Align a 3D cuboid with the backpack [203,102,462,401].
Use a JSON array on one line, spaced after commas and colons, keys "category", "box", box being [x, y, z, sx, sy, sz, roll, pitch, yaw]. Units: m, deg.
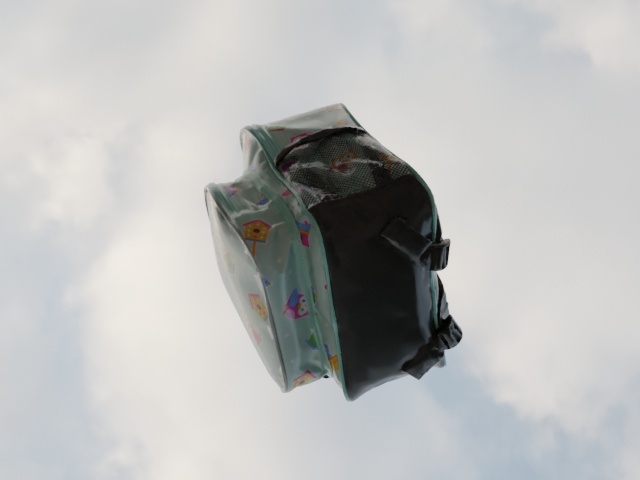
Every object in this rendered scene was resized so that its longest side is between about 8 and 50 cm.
[{"category": "backpack", "box": [0.000, 0.000, 0.722, 0.144, 0.166, 0.188, -16, -145, -3]}]
